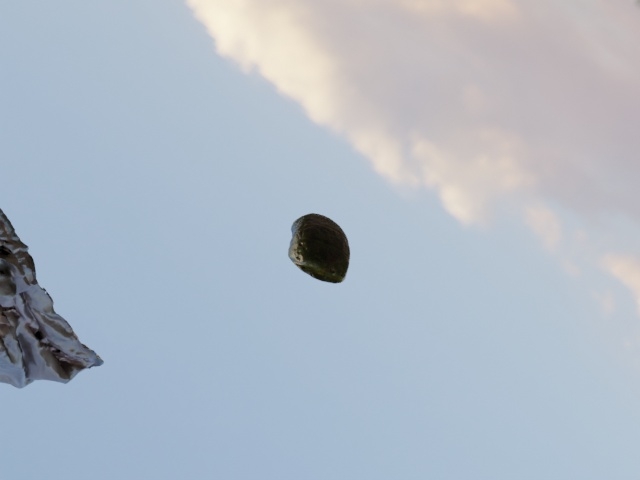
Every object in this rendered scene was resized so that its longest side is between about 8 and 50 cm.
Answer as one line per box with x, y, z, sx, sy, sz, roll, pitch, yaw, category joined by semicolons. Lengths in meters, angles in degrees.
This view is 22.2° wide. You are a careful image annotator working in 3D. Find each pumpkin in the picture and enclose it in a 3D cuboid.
0.001;-0.001;1.266;0.050;0.028;0.083;22;-155;-18;pumpkin

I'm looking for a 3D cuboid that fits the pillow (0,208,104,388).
-0.221;0.023;0.902;0.248;0.135;0.049;69;-155;-54;pillow
